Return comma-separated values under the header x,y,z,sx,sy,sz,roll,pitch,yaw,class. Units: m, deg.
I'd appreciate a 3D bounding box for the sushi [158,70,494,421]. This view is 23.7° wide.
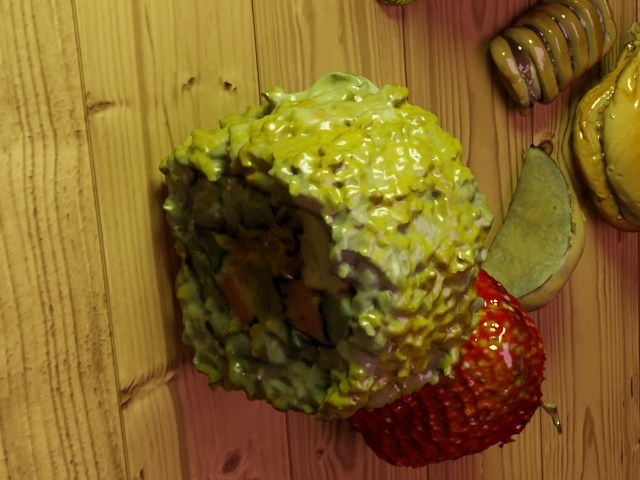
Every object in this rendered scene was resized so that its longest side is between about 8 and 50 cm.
x,y,z,sx,sy,sz,roll,pitch,yaw,class
0.000,0.000,1.695,0.240,0.396,0.351,-20,107,-34,sushi

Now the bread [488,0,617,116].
x,y,z,sx,sy,sz,roll,pitch,yaw,class
0.330,-0.271,2.143,0.225,0.081,0.134,-42,126,-29,bread

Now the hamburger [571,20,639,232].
x,y,z,sx,sy,sz,roll,pitch,yaw,class
0.510,-0.164,2.278,0.290,0.170,0.314,-53,128,-28,hamburger

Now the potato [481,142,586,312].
x,y,z,sx,sy,sz,roll,pitch,yaw,class
0.321,-0.002,2.163,0.098,0.138,0.243,29,83,-48,potato

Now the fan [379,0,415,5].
x,y,z,sx,sy,sz,roll,pitch,yaw,class
0.119,-0.372,1.952,0.082,0.039,0.155,39,73,-41,fan

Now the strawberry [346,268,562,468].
x,y,z,sx,sy,sz,roll,pitch,yaw,class
0.172,0.171,1.926,0.292,0.343,0.292,-5,101,-28,strawberry
